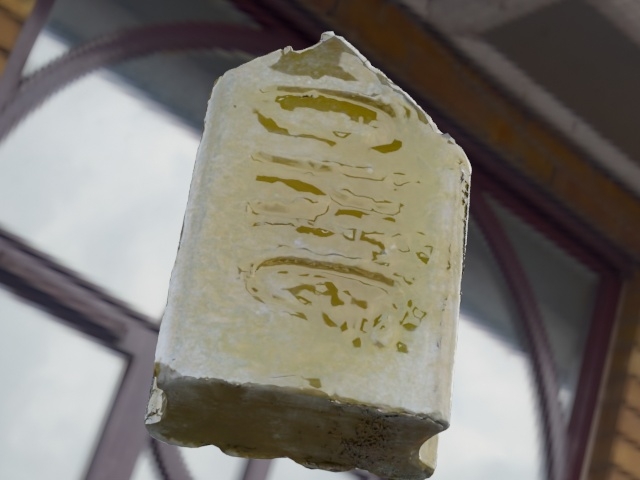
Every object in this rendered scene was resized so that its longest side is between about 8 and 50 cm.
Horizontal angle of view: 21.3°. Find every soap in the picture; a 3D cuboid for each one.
[{"bbox_3d":[0.000,0.000,0.961,0.160,0.258,0.080,9,-37,-3],"label":"soap"}]
